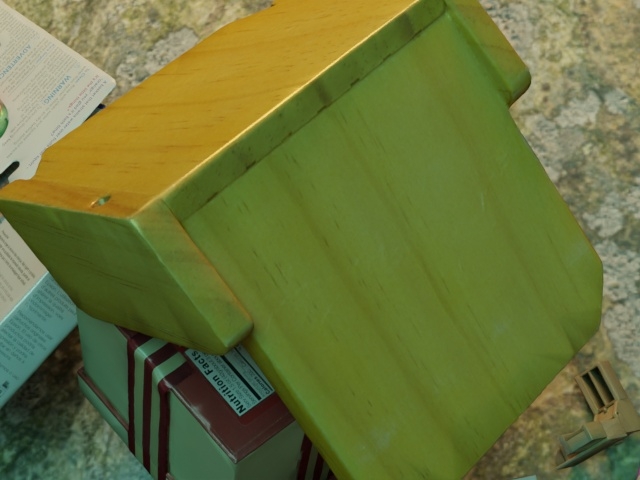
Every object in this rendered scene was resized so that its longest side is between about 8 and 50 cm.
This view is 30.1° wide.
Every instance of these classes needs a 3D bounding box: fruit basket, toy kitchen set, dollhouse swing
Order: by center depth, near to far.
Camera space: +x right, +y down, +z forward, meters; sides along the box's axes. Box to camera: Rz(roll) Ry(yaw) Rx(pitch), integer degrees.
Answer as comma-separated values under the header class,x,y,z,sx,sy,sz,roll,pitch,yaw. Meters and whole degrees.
class,x,y,z,sx,sy,sz,roll,pitch,yaw
dollhouse swing,0.000,0.000,0.976,0.347,0.305,0.315,-42,29,-28
toy kitchen set,0.238,0.164,1.109,0.068,0.083,0.075,-44,60,39
fruit basket,-0.425,-0.121,1.276,0.353,0.165,0.327,36,80,26

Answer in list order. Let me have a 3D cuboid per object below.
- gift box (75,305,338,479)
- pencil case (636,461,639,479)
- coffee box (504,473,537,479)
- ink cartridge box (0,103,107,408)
class,x,y,z,sx,sy,sz,roll,pitch,yaw
gift box,-0.048,0.109,1.088,0.276,0.258,0.255,-29,65,-25
pencil case,0.375,0.232,1.043,0.206,0.088,0.086,0,72,10
coffee box,0.082,0.285,1.052,0.246,0.141,0.098,-14,69,7
ink cartridge box,-0.296,0.010,1.175,0.330,0.071,0.324,-47,30,-8
